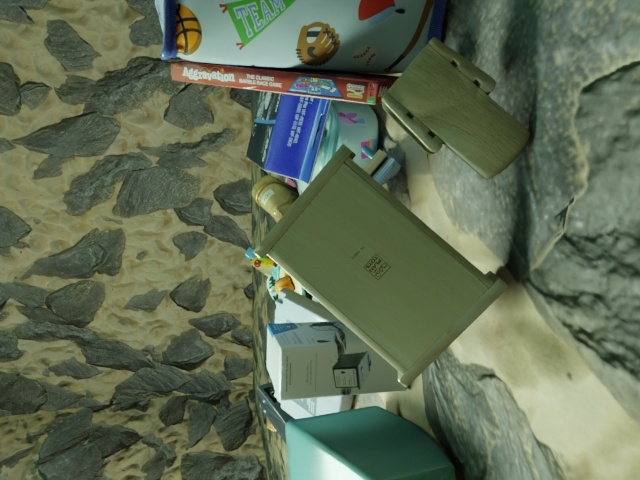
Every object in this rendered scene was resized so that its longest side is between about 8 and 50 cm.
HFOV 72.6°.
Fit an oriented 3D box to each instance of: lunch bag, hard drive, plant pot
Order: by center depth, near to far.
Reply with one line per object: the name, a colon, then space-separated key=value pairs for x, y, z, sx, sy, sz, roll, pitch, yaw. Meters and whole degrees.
lunch bag: x=-0.022 y=-0.391 z=0.468 sx=0.239 sy=0.329 sz=0.384 roll=-129 pitch=40 yaw=-59
plant pot: x=0.069 y=0.331 z=0.577 sx=0.234 sy=0.166 sz=0.165 roll=147 pitch=120 yaw=-66
lunch bag: x=0.013 y=-0.180 z=0.809 sx=0.279 sy=0.108 sz=0.223 roll=-113 pitch=25 yaw=-54
hard drive: x=-0.075 y=0.502 z=1.158 sx=0.255 sy=0.054 sz=0.171 roll=44 pitch=149 yaw=27

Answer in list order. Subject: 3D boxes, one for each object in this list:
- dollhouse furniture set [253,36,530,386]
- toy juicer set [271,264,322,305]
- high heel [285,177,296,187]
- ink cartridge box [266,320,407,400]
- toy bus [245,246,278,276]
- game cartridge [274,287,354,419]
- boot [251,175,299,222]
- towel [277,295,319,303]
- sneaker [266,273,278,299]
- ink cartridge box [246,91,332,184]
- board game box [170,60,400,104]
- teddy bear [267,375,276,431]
dollhouse furniture set: x=0.105 y=-0.028 z=0.543 sx=0.286 sy=0.198 sz=0.303 roll=-49 pitch=-2 yaw=11
toy juicer set: x=-0.055 y=0.078 z=0.998 sx=0.328 sy=0.090 sz=0.209 roll=58 pitch=146 yaw=31
high heel: x=-0.028 y=-0.205 z=1.085 sx=0.117 sy=0.082 sz=0.243 roll=31 pitch=113 yaw=40
ink cartridge box: x=0.020 y=0.177 z=0.671 sx=0.140 sy=0.191 sz=0.082 roll=-168 pitch=77 yaw=-75
toy bus: x=-0.119 y=0.063 z=1.366 sx=0.191 sy=0.202 sz=0.104 roll=104 pitch=-170 yaw=-67
game cartridge: x=-0.016 y=0.265 z=0.917 sx=0.198 sy=0.062 sz=0.296 roll=19 pitch=117 yaw=34
boot: x=0.000 y=0.000 z=0.862 sx=0.089 sy=0.236 sz=0.269 roll=-53 pitch=54 yaw=20
towel: x=-0.055 y=0.280 z=1.194 sx=0.320 sy=0.090 sz=0.373 roll=114 pitch=151 yaw=-61
sneaker: x=-0.157 y=0.135 z=1.379 sx=0.069 sy=0.038 sz=0.098 roll=-133 pitch=32 yaw=-52
ink cartridge box: x=-0.068 y=-0.206 z=0.772 sx=0.333 sy=0.065 sz=0.165 roll=-140 pitch=64 yaw=-67
board game box: x=-0.034 y=-0.208 z=0.561 sx=0.145 sy=0.282 sz=0.027 roll=-35 pitch=-45 yaw=-57
teddy bear: x=-0.109 y=0.454 z=1.450 sx=0.337 sy=0.113 sz=0.244 roll=-101 pitch=22 yaw=-57
